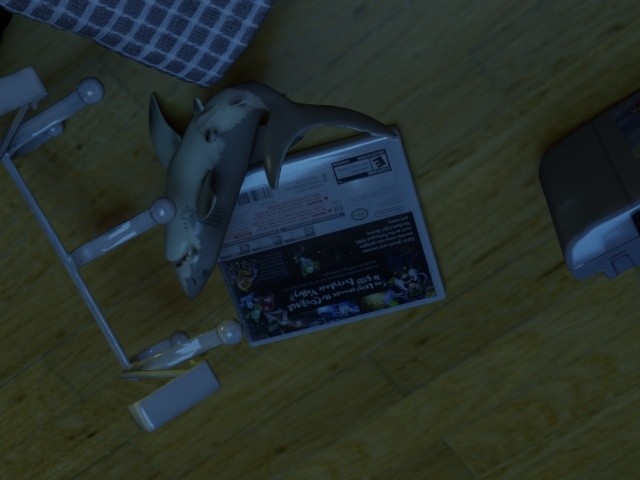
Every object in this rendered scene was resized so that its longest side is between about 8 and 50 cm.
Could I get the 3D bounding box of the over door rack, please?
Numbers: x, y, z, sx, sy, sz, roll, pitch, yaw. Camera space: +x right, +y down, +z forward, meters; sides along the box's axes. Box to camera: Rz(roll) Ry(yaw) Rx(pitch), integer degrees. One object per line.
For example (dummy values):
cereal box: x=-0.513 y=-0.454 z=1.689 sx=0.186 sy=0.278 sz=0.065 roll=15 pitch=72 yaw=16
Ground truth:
over door rack: x=-0.151 y=-0.002 z=0.876 sx=0.108 sy=0.324 sz=0.240 roll=-31 pitch=95 yaw=-10

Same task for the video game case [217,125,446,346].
video game case: x=0.000 y=0.000 z=1.056 sx=0.190 sy=0.022 sz=0.173 roll=-15 pitch=116 yaw=8

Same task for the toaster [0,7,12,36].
toaster: x=-0.318 y=-0.131 z=0.913 sx=0.110 sy=0.168 sz=0.186 roll=20 pitch=116 yaw=-6

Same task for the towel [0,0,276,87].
towel: x=-0.112 y=-0.267 z=0.828 sx=0.235 sy=0.121 sz=0.284 roll=19 pitch=118 yaw=-31

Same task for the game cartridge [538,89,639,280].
game cartridge: x=0.309 y=-0.087 z=0.902 sx=0.297 sy=0.198 sz=0.062 roll=-29 pitch=114 yaw=15

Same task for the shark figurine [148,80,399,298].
shark figurine: x=-0.050 y=-0.079 z=0.943 sx=0.116 sy=0.166 sz=0.278 roll=-6 pitch=161 yaw=-31
